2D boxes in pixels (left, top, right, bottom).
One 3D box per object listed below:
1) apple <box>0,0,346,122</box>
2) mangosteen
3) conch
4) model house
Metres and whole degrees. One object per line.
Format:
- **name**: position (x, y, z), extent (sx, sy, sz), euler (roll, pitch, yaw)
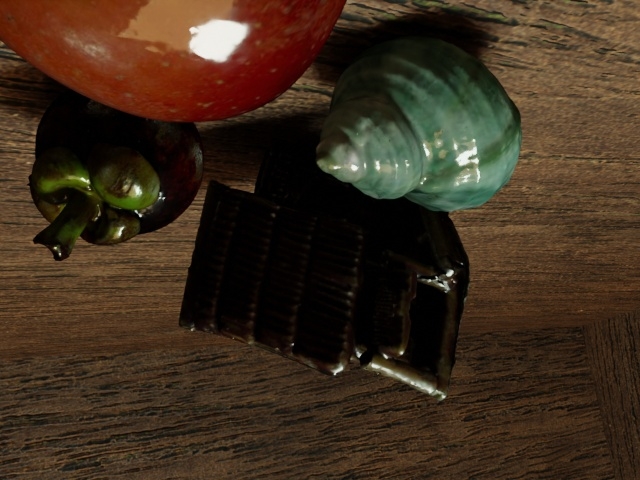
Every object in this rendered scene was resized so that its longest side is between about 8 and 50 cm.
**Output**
- **apple**: position (-0.081, -0.171, 0.432), extent (0.201, 0.218, 0.218), euler (24, 152, -21)
- **mangosteen**: position (-0.193, -0.071, 0.816), extent (0.173, 0.172, 0.184), euler (-7, -150, -13)
- **conch**: position (0.097, -0.114, 0.863), extent (0.220, 0.195, 0.277), euler (15, -151, 37)
- **model house**: position (0.000, 0.000, 0.978), extent (0.283, 0.317, 0.297), euler (20, 164, -19)
